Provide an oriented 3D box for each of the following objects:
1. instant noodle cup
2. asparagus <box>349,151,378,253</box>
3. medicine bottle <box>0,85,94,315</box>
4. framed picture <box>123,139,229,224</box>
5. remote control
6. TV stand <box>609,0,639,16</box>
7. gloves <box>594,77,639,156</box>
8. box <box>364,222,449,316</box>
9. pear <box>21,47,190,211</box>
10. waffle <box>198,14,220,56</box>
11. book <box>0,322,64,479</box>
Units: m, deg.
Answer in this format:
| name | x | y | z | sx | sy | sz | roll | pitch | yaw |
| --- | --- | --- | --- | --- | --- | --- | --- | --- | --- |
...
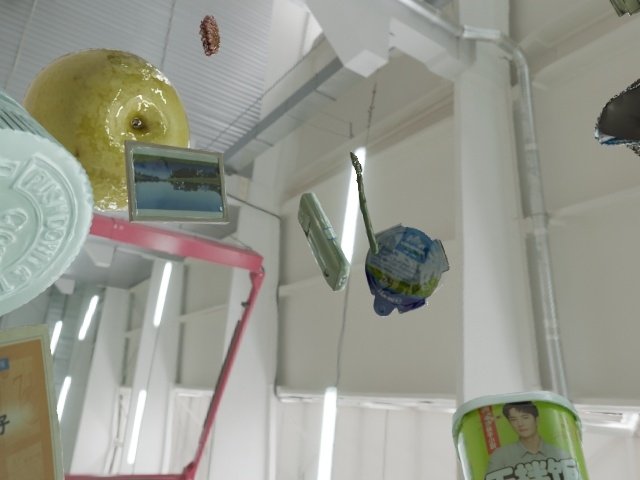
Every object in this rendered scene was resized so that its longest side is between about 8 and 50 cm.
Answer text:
| name | x | y | z | sx | sy | sz | roll | pitch | yaw |
| --- | --- | --- | --- | --- | --- | --- | --- | --- | --- |
| instant noodle cup | 0.409 | 0.502 | 0.999 | 0.294 | 0.294 | 0.307 | -52 | -165 | 32 |
| asparagus | 0.063 | -0.053 | 0.737 | 0.016 | 0.016 | 0.162 | -116 | -169 | -65 |
| medicine bottle | -0.327 | -0.089 | 0.386 | 0.318 | 0.158 | 0.158 | 38 | -68 | 25 |
| framed picture | -0.195 | -0.077 | 0.708 | 0.011 | 0.149 | 0.109 | -13 | -99 | 44 |
| remote control | 0.000 | 0.000 | 1.584 | 0.128 | 0.066 | 0.335 | 100 | -28 | -46 |
| TV stand | 0.419 | -0.452 | 0.776 | 0.249 | 0.036 | 0.042 | 57 | -36 | -3 |
| gloves | 0.591 | -0.229 | 0.874 | 0.135 | 0.312 | 0.210 | 51 | -38 | 11 |
| box | 0.292 | 0.110 | 1.639 | 0.262 | 0.206 | 0.291 | 24 | -83 | 30 |
| pear | -0.448 | -0.227 | 1.090 | 0.348 | 0.348 | 0.348 | -30 | -127 | 49 |
| waffle | -0.230 | -0.429 | 1.071 | 0.083 | 0.029 | 0.075 | -85 | 174 | -47 |
| book | -0.235 | 0.185 | 0.344 | 0.170 | 0.018 | 0.241 | 12 | 71 | -80 |
